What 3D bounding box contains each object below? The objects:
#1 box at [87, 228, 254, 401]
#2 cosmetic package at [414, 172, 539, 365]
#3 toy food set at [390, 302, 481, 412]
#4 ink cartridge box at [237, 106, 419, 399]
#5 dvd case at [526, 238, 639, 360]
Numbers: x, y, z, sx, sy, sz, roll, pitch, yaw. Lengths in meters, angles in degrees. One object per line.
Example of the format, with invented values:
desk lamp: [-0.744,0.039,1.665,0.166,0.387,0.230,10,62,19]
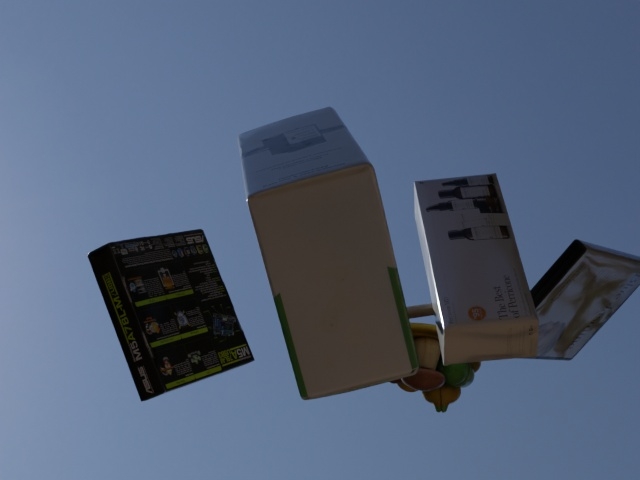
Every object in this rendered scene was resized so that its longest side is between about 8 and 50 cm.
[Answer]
box: [-0.175,0.083,1.314,0.045,0.191,0.184,-23,-95,29]
cosmetic package: [0.163,0.024,1.186,0.099,0.239,0.060,-7,-48,1]
toy food set: [0.113,0.153,1.301,0.128,0.071,0.218,-6,-29,23]
ink cartridge box: [0.000,0.000,0.805,0.087,0.208,0.153,-15,-73,-1]
dvd case: [0.324,0.084,1.410,0.180,0.022,0.253,-53,-31,18]
